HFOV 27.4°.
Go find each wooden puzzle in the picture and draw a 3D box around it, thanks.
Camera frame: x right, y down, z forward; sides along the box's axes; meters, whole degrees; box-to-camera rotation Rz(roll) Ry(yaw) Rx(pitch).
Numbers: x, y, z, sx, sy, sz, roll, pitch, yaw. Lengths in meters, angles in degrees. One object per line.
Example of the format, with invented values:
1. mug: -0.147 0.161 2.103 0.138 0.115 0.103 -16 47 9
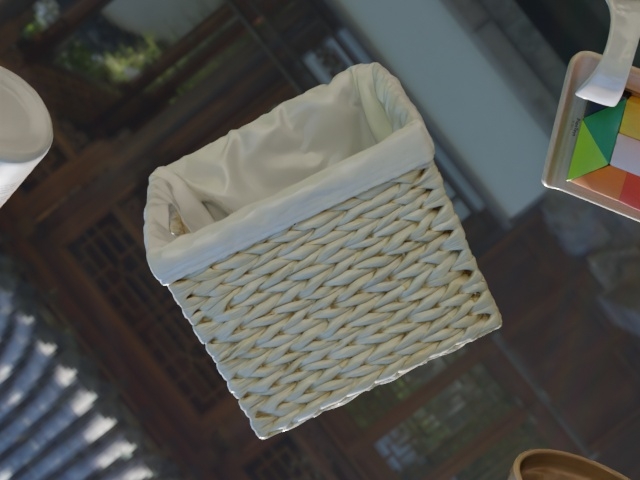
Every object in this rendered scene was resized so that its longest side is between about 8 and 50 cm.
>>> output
1. wooden puzzle: 0.427 -0.122 1.766 0.238 0.044 0.221 21 129 18

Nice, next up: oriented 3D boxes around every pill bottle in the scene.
1. pill bottle: -0.391 -0.072 1.378 0.131 0.229 0.131 28 -140 -27

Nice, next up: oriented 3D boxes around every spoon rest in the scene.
1. spoon rest: 0.384 -0.311 1.683 0.137 0.276 0.084 15 156 -9

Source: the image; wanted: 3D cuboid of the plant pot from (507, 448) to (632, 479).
1. plant pot: 0.337 0.378 1.685 0.237 0.110 0.237 20 -163 -6

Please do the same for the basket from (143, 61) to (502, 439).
1. basket: 0.000 0.000 1.520 0.266 0.331 0.328 62 -177 -20
